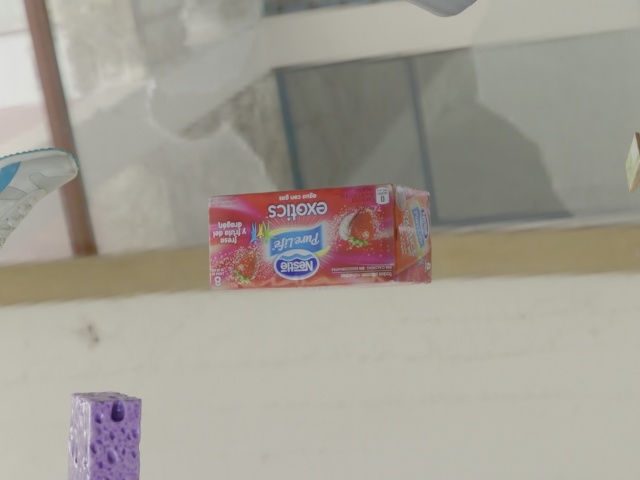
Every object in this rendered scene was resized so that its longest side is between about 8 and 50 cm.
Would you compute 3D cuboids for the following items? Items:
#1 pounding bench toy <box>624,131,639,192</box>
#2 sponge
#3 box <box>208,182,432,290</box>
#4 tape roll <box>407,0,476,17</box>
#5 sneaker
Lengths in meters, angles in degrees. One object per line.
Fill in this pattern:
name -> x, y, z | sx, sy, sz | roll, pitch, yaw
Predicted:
pounding bench toy -> 0.402, -0.100, 1.700 | 0.065, 0.083, 0.052 | 6, -138, -2
sponge -> -0.127, 0.194, 0.833 | 0.031, 0.210, 0.117 | 1, 175, -16
box -> 0.000, 0.000, 1.803 | 0.256, 0.123, 0.128 | -3, 176, 25
tape roll -> 0.128, -0.317, 1.312 | 0.072, 0.219, 0.219 | 22, -174, -19
sneaker -> -0.364, -0.028, 1.582 | 0.228, 0.092, 0.087 | -27, 172, -18
